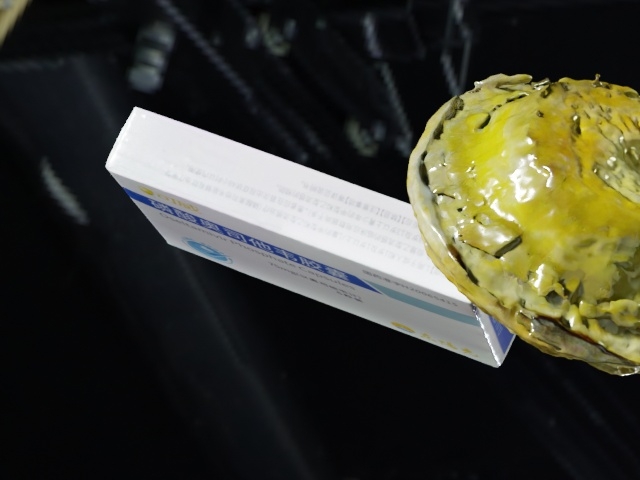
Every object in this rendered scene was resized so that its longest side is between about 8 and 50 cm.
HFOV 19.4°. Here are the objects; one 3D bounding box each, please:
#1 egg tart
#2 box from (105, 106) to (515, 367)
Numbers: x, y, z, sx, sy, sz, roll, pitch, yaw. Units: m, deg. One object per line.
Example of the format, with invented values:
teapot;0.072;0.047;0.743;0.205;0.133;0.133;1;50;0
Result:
egg tart;0.205;-0.030;1.394;0.295;0.295;0.116;21;-49;-13
box;0.000;0.000;1.613;0.343;0.065;0.200;20;-14;18
